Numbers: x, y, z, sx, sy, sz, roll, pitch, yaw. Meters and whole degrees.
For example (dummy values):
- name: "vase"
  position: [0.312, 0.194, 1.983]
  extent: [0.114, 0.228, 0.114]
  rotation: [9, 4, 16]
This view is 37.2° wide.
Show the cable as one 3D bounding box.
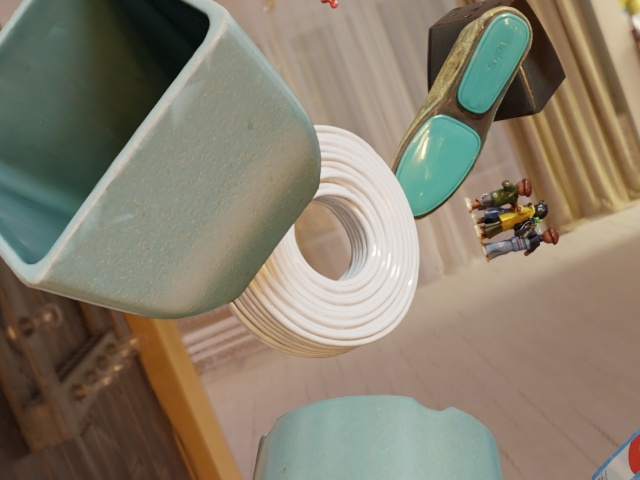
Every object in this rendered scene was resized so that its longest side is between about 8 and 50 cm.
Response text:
- name: "cable"
  position: [0.000, 0.000, 1.052]
  extent: [0.089, 0.257, 0.257]
  rotation: [-22, 47, 53]

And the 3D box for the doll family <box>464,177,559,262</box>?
- name: "doll family"
  position: [0.275, -0.026, 1.349]
  extent: [0.111, 0.076, 0.193]
  rotation: [-19, -18, 9]

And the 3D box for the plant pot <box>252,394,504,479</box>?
- name: "plant pot"
  position: [0.053, 0.350, 0.907]
  extent: [0.341, 0.341, 0.334]
  rotation: [-19, 49, 25]

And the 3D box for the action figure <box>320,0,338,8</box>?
- name: "action figure"
  position: [0.000, -0.403, 1.457]
  extent: [0.030, 0.115, 0.038]
  rotation: [-17, -16, -20]

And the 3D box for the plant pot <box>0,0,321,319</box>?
- name: "plant pot"
  position: [-0.144, -0.076, 0.848]
  extent: [0.248, 0.252, 0.247]
  rotation: [38, 92, 39]

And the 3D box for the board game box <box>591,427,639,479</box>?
- name: "board game box"
  position: [0.353, 0.314, 0.662]
  extent: [0.302, 0.308, 0.086]
  rotation: [-75, 10, -51]

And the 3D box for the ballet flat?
- name: "ballet flat"
  position: [0.199, -0.188, 1.430]
  extent: [0.349, 0.123, 0.123]
  rotation: [-61, 3, 5]

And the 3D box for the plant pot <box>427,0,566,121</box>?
- name: "plant pot"
  position: [0.277, -0.302, 1.569]
  extent: [0.187, 0.167, 0.188]
  rotation: [-6, 23, 32]
